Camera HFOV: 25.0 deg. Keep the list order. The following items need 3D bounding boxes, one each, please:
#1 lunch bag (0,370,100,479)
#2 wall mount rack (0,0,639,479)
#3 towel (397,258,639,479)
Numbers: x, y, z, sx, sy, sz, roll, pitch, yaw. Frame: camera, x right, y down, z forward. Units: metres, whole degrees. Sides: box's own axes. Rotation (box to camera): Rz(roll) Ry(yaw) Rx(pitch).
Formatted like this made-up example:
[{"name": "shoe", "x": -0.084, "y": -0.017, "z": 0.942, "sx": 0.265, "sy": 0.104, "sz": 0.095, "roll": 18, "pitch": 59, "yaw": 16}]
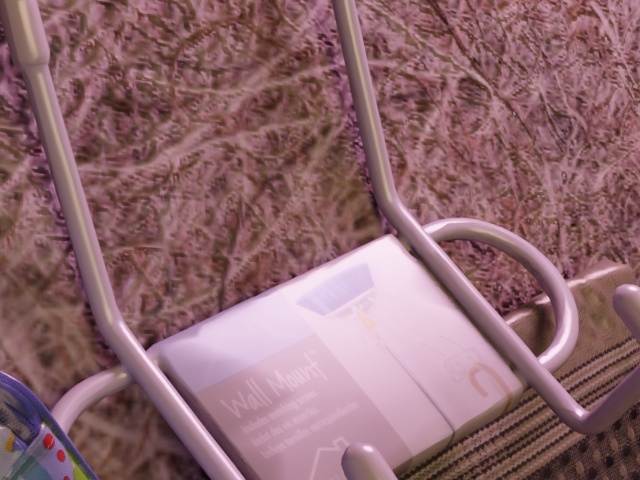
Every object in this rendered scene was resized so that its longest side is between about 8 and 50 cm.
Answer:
[{"name": "lunch bag", "x": -0.133, "y": 0.139, "z": 0.538, "sx": 0.219, "sy": 0.176, "sz": 0.090, "roll": 54, "pitch": 49, "yaw": -22}, {"name": "wall mount rack", "x": 0.000, "y": 0.000, "z": 0.710, "sx": 0.350, "sy": 0.130, "sz": 0.304, "roll": -24, "pitch": 66, "yaw": -41}, {"name": "towel", "x": 0.119, "y": 0.204, "z": 0.825, "sx": 0.324, "sy": 0.056, "sz": 0.312, "roll": -24, "pitch": 95, "yaw": -37}]
